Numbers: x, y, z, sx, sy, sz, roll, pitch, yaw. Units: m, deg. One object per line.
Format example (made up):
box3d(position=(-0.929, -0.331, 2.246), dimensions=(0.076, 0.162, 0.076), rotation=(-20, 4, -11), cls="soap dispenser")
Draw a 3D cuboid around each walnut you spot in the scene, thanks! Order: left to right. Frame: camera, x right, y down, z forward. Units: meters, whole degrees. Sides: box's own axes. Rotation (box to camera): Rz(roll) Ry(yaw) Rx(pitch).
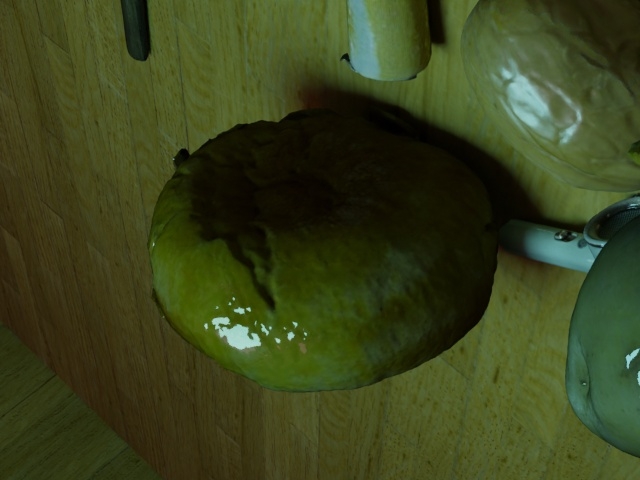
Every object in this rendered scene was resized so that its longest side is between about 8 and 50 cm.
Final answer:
box3d(position=(0.202, -0.125, 1.020), dimensions=(0.197, 0.165, 0.165), rotation=(42, 155, -6), cls="walnut")

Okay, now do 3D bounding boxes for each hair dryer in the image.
box3d(position=(0.241, 0.022, 1.268), dimensions=(0.236, 0.073, 0.131), rotation=(13, 137, 56), cls="hair dryer")

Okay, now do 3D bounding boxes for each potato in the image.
box3d(position=(0.322, 0.067, 0.981), dimensions=(0.326, 0.243, 0.221), rotation=(3, 85, 53), cls="potato")

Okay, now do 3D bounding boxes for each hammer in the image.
box3d(position=(-0.221, -0.334, 1.594), dimensions=(0.111, 0.043, 0.365), rotation=(40, 155, 20), cls="hammer")

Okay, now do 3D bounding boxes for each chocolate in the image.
box3d(position=(0.057, -0.246, 1.211), dimensions=(0.085, 0.085, 0.219), rotation=(33, 145, 33), cls="chocolate")

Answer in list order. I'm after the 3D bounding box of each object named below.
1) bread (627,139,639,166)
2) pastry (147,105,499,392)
box3d(position=(0.357, -0.142, 0.677), dimensions=(0.245, 0.233, 0.362), rotation=(41, 148, 23), cls="bread")
box3d(position=(0.000, 0.000, 1.349), dimensions=(0.356, 0.356, 0.164), rotation=(32, 139, 35), cls="pastry")
